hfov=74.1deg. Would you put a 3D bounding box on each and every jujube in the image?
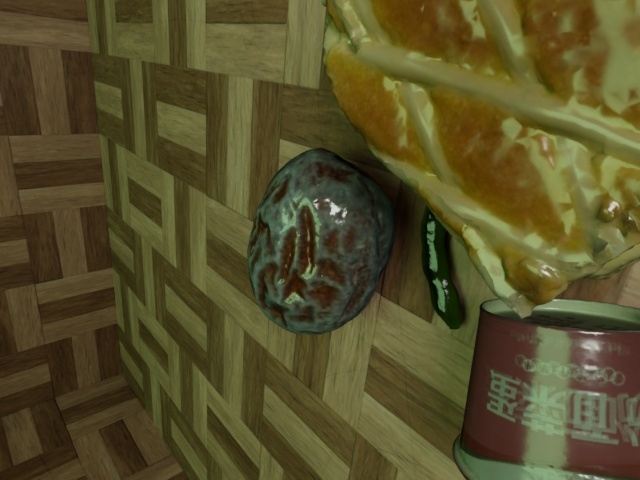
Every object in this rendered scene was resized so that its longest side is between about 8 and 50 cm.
[{"bbox_3d":[-0.005,0.002,0.712,0.246,0.215,0.307,26,118,42],"label":"jujube"}]

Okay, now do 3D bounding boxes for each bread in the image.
[{"bbox_3d":[0.225,-0.192,0.348,0.390,0.279,0.371,56,138,20],"label":"bread"}]

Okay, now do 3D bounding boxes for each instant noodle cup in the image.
[{"bbox_3d":[0.262,0.163,0.453,0.235,0.235,0.178,1,93,49],"label":"instant noodle cup"}]

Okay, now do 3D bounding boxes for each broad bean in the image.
[{"bbox_3d":[0.182,0.023,0.638,0.069,0.039,0.226,7,105,43],"label":"broad bean"}]
